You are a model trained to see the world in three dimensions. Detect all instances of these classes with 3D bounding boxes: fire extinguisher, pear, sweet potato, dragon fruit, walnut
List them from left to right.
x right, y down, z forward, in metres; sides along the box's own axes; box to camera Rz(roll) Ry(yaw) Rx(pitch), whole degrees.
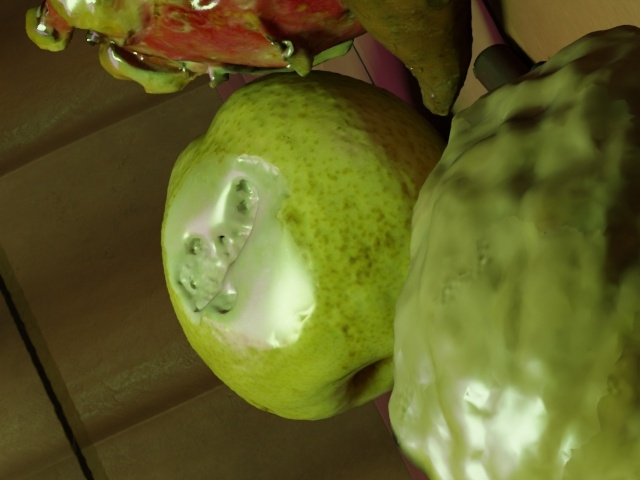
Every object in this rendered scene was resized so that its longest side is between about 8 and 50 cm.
[{"bbox_3d":[-0.106,-0.230,1.307,0.296,0.263,0.314,62,174,14],"label":"dragon fruit"},{"bbox_3d":[0.000,0.000,1.389,0.271,0.271,0.271,63,174,11],"label":"pear"},{"bbox_3d":[0.032,-0.197,0.983,0.112,0.112,0.359,60,172,42],"label":"sweet potato"},{"bbox_3d":[0.134,-0.068,1.015,0.173,0.035,0.049,58,133,49],"label":"fire extinguisher"},{"bbox_3d":[0.124,0.016,0.677,0.238,0.204,0.141,54,148,30],"label":"walnut"}]
